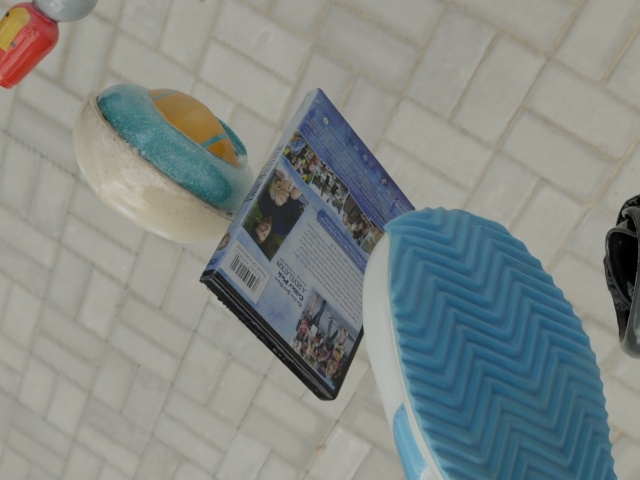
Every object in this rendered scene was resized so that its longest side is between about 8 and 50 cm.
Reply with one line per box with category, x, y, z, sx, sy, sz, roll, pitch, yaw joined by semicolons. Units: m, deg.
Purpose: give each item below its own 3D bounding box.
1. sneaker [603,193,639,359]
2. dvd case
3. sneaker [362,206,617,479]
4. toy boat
sneaker;0.266;-0.024;0.619;0.146;0.296;0.105;13;137;15
dvd case;0.000;0.000;0.921;0.022;0.253;0.180;-14;128;41
sneaker;0.064;0.100;0.365;0.092;0.087;0.229;-30;78;59
toy boat;-0.186;-0.134;0.951;0.318;0.267;0.148;42;97;0
